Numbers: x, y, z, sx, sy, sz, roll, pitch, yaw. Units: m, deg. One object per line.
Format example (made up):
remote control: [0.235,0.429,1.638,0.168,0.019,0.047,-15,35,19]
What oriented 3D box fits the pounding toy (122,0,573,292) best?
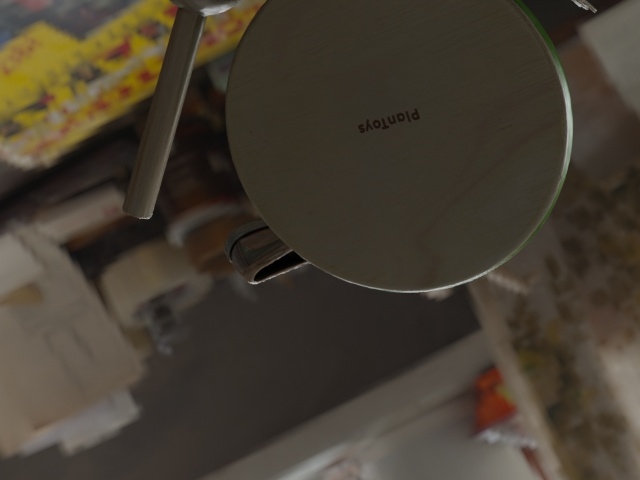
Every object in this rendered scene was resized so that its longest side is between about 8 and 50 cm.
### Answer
pounding toy: [0.026,-0.080,1.012,0.110,0.236,0.183,-46,147,-66]

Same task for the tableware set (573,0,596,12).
tableware set: [0.192,-0.281,1.729,0.020,0.169,0.141,-43,123,14]

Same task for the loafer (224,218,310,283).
loafer: [0.000,0.000,1.243,0.125,0.039,0.045,-17,138,-15]
